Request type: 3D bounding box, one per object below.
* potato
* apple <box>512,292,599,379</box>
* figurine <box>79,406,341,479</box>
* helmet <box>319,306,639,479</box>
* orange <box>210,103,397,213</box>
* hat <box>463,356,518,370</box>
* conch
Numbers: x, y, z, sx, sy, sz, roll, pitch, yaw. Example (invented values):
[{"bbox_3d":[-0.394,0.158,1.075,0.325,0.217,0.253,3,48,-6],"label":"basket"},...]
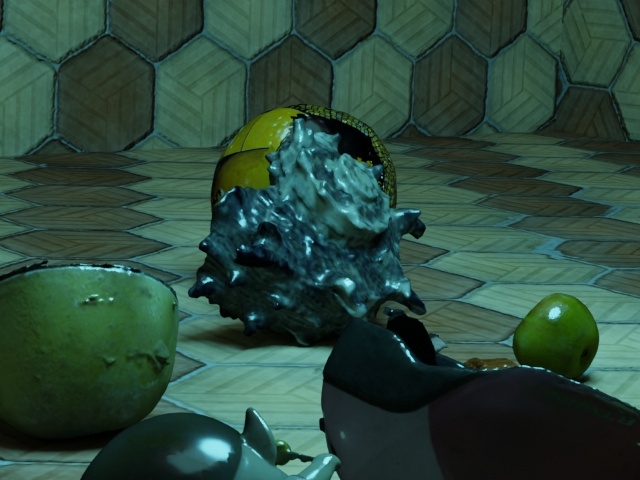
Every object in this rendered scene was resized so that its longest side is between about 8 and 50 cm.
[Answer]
[{"bbox_3d":[-0.214,0.112,1.495,0.202,0.117,0.182,0,-31,-14],"label":"potato"},{"bbox_3d":[0.234,0.096,1.750,0.074,0.089,0.089,30,23,30],"label":"apple"},{"bbox_3d":[-0.053,0.185,1.032,0.275,0.161,0.158,14,-26,40],"label":"figurine"},{"bbox_3d":[0.112,0.147,1.259,0.253,0.154,0.198,27,0,24],"label":"helmet"},{"bbox_3d":[-0.019,-0.049,2.118,0.234,0.234,0.182,0,18,-14],"label":"orange"},{"bbox_3d":[0.184,0.156,1.468,0.162,0.094,0.112,18,14,-20],"label":"hat"},{"bbox_3d":[-0.008,-0.009,1.899,0.313,0.241,0.186,-23,10,-39],"label":"conch"}]
